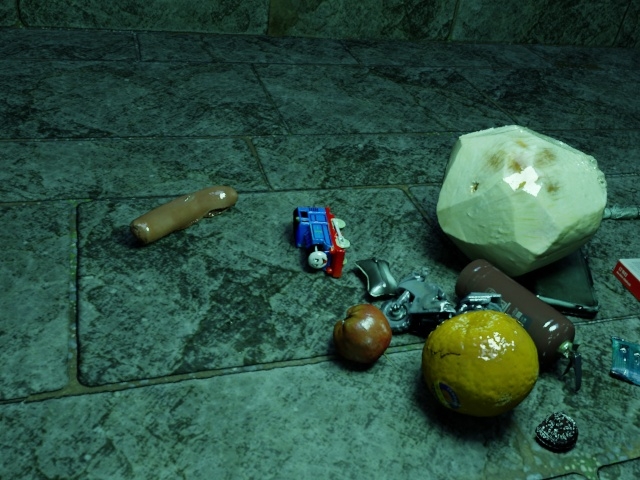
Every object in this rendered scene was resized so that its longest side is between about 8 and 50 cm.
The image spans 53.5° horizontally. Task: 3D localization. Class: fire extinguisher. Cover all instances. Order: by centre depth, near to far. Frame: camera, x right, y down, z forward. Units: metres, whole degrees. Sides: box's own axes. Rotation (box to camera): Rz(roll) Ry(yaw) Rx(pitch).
[{"bbox_3d":[0.449,0.180,1.403,0.114,0.136,0.337,-17,38,-27],"label":"fire extinguisher"}]

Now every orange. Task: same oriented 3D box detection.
[{"bbox_3d":[0.306,0.236,1.219,0.219,0.193,0.219,-31,19,12],"label":"orange"}]

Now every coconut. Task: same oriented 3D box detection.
[{"bbox_3d":[0.473,-0.098,1.570,0.415,0.345,0.415,-8,20,3],"label":"coconut"}]

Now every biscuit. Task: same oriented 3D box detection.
[{"bbox_3d":[0.451,0.364,1.220,0.089,0.027,0.087,6,36,-4],"label":"biscuit"}]

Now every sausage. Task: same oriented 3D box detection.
[{"bbox_3d":[-0.344,-0.072,1.613,0.087,0.079,0.326,20,34,34],"label":"sausage"}]

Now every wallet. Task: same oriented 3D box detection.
[{"bbox_3d":[0.615,0.077,1.650,0.172,0.045,0.318,8,35,4],"label":"wallet"}]

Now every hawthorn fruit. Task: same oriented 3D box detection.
[{"bbox_3d":[0.093,0.192,1.302,0.140,0.125,0.125,22,37,21],"label":"hawthorn fruit"}]

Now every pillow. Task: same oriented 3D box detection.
[{"bbox_3d":[0.141,0.089,1.518,0.091,0.055,0.136,27,26,-34],"label":"pillow"}]

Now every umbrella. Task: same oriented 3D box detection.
[{"bbox_3d":[0.951,-0.088,1.963,0.188,0.046,0.050,-3,44,-10],"label":"umbrella"}]

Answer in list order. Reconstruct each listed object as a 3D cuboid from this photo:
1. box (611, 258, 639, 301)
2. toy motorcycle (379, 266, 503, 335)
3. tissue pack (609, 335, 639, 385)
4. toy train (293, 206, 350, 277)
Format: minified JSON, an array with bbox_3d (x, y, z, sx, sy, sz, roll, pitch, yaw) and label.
[{"bbox_3d":[0.869,0.125,1.635,0.122,0.050,0.229,-1,36,-17],"label":"box"},{"bbox_3d":[0.266,0.140,1.401,0.270,0.106,0.159,-1,44,19],"label":"toy motorcycle"},{"bbox_3d":[0.690,0.265,1.418,0.085,0.028,0.138,19,39,13],"label":"tissue pack"},{"bbox_3d":[0.000,0.000,1.586,0.131,0.083,0.204,3,34,-10],"label":"toy train"}]
